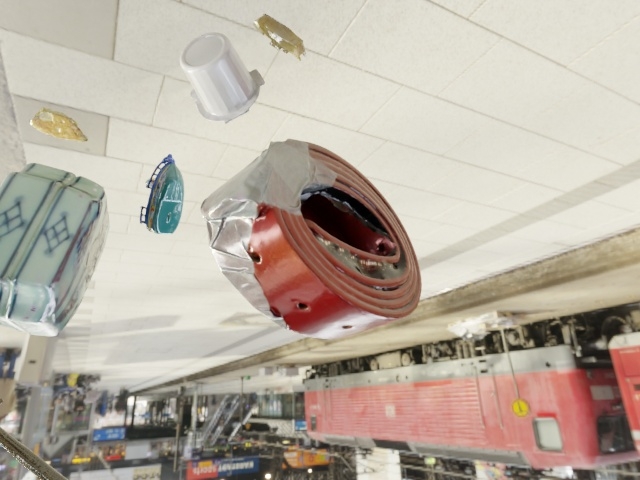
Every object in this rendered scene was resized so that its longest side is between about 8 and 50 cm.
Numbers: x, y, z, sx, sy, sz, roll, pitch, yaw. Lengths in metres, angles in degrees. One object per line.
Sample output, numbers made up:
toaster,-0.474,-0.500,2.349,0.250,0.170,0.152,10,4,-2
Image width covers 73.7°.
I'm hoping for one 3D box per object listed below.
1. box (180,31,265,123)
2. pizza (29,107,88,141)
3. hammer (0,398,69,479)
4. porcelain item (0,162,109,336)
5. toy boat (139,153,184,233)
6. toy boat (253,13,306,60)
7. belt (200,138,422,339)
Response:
box,-0.372,-0.580,1.474,0.291,0.263,0.206,16,157,22
pizza,-0.782,-0.347,1.282,0.160,0.036,0.099,12,136,-25
hammer,-0.694,0.491,0.992,0.297,0.125,0.027,39,114,-1
porcelain item,-0.516,0.025,0.805,0.157,0.282,0.286,20,152,-15
toy boat,-0.357,-0.108,0.942,0.110,0.175,0.091,22,-168,30
toy boat,-0.134,-0.663,1.405,0.206,0.064,0.072,40,158,7
belt,0.000,0.000,0.555,0.115,0.227,0.323,-29,138,33
